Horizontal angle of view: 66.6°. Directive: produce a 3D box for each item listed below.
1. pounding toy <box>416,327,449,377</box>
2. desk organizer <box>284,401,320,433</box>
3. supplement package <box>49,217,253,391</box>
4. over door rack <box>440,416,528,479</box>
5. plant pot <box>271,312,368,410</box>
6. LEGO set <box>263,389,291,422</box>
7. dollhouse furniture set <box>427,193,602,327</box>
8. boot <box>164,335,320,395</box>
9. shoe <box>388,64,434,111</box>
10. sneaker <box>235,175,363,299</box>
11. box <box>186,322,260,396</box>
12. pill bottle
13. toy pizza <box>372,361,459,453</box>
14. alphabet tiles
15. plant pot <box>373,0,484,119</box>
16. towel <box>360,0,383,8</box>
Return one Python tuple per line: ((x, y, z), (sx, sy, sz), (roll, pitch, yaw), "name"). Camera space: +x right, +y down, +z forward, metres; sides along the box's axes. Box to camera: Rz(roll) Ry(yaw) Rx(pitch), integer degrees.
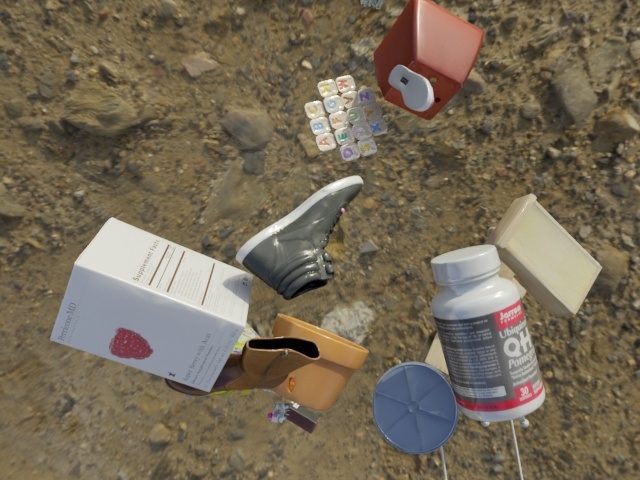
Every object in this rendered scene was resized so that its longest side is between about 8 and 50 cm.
((0.308, 0.311, 1.242), (0.100, 0.130, 0.141), (27, 67, 8), "pounding toy")
((-0.071, 0.630, 1.744), (0.130, 0.047, 0.050), (26, 107, 16), "desk organizer")
((-0.298, 0.119, 0.901), (0.293, 0.175, 0.177), (23, 115, -14), "supplement package")
((0.421, 0.528, 1.293), (0.108, 0.239, 0.324), (24, 60, -41), "over door rack")
((-0.028, 0.361, 1.425), (0.290, 0.291, 0.203), (22, 83, -6), "plant pot")
((-0.142, 0.452, 1.602), (0.107, 0.287, 0.132), (19, 108, -8), "LEGO set")
((0.479, 0.070, 1.315), (0.256, 0.394, 0.362), (43, 70, -6), "dollhouse furniture set")
((-0.167, 0.253, 0.976), (0.264, 0.280, 0.096), (13, 63, -16), "boot")
((0.212, -0.312, 1.032), (0.081, 0.178, 0.063), (20, 118, -30), "shoe")
((0.000, 0.000, 0.926), (0.295, 0.104, 0.147), (-37, 80, -21), "sneaker")
((-0.355, 0.349, 1.600), (0.279, 0.290, 0.177), (37, 98, 35), "box")
((0.324, 0.178, 0.980), (0.176, 0.176, 0.319), (-16, 94, 0), "pill bottle")
((0.219, 0.386, 1.132), (0.201, 0.032, 0.201), (-8, 69, 20), "toy pizza")
((0.091, -0.416, 1.660), (0.278, 0.021, 0.284), (-20, 91, -21), "alphabet tiles")
((0.333, -0.551, 1.558), (0.267, 0.267, 0.236), (20, 58, -16), "plant pot")
((0.084, -0.320, 0.476), (0.023, 0.113, 0.152), (16, 87, -15), "towel")
